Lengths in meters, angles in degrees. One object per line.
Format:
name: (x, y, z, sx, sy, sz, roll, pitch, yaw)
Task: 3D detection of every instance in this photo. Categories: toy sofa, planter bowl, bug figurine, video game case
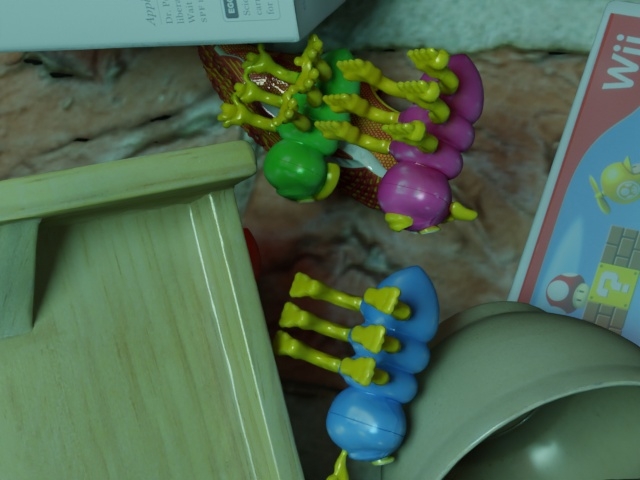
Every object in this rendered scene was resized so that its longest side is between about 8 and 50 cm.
toy sofa: (-0.088, 0.148, 0.606, 0.150, 0.177, 0.362, -13, 86, -30)
planter bowl: (0.097, 0.098, 0.654, 0.162, 0.162, 0.109, -34, 39, 4)
bug figurine: (0.000, 0.000, 0.685, 0.279, 0.072, 0.216, 14, 83, 62)
video game case: (0.259, -0.014, 0.702, 0.285, 0.025, 0.204, 14, 74, 25)

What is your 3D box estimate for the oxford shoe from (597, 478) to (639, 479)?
oxford shoe: (0.206, 0.138, 0.587, 0.227, 0.096, 0.083, -1, 29, -8)

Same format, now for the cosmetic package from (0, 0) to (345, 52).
cosmetic package: (-0.086, -0.204, 0.785, 0.225, 0.138, 0.224, 2, 26, 21)

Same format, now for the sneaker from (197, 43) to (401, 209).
sneaker: (-0.002, -0.081, 0.817, 0.175, 0.064, 0.067, 34, 66, 22)
